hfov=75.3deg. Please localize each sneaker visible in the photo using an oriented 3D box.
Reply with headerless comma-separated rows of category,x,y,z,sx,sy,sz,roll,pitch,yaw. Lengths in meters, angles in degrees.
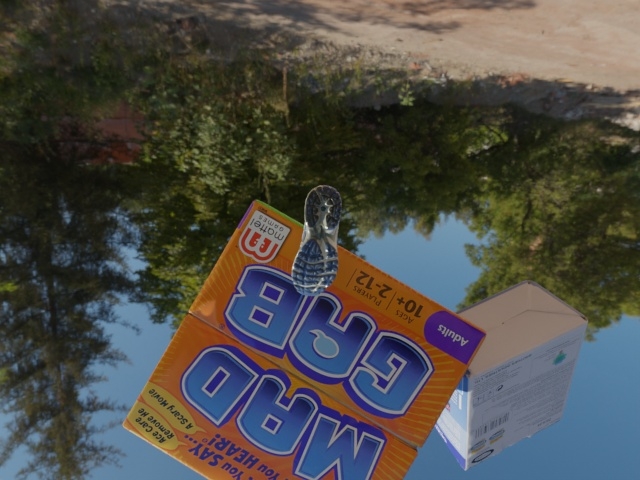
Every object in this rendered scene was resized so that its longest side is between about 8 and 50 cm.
sneaker,0.000,0.000,0.492,0.052,0.135,0.058,12,-165,-1

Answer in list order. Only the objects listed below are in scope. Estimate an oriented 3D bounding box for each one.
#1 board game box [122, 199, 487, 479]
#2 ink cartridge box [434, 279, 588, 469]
board game box,-0.018,0.185,0.716,0.357,0.356,0.356,30,-179,2
ink cartridge box,0.379,0.313,0.895,0.270,0.395,0.151,-21,-146,-11
